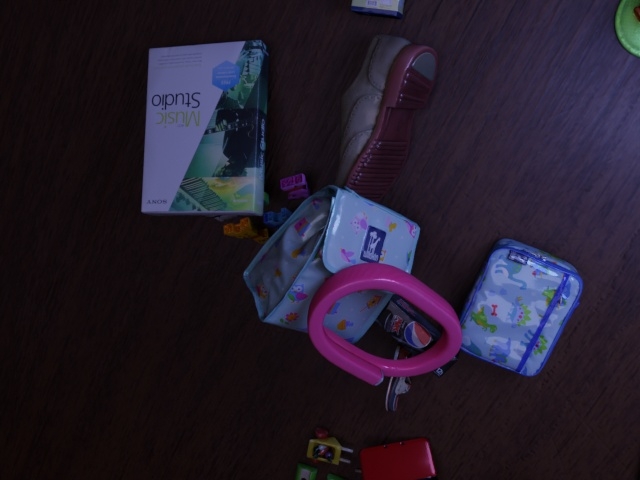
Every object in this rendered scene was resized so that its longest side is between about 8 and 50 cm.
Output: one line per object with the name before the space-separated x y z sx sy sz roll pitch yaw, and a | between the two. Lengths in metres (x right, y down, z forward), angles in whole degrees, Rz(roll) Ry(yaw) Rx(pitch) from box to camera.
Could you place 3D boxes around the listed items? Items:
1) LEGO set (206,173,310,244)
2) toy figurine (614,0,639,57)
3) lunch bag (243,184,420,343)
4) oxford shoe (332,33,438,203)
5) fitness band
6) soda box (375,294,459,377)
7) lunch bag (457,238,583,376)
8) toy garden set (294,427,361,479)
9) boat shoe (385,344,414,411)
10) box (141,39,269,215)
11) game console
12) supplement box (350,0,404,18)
LEGO set | -0.110 -0.043 1.286 0.227 0.093 0.087 -15 66 23
toy figurine | 0.532 -0.322 0.992 0.130 0.159 0.173 -32 92 20
lunch bag | 0.031 0.037 1.169 0.262 0.223 0.160 -52 40 21
oxford shoe | 0.087 -0.196 1.192 0.130 0.123 0.348 37 112 34
fitness band | 0.109 0.149 1.127 0.291 0.054 0.209 34 119 -29
soda box | 0.181 0.176 1.250 0.169 0.060 0.053 41 109 4
lunch bag | 0.350 0.119 1.176 0.176 0.090 0.219 25 108 7
toy garden set | 0.062 0.511 1.360 0.244 0.049 0.203 15 105 13
boat shoe | 0.156 0.271 1.286 0.043 0.049 0.137 13 100 11
box | -0.216 -0.206 1.247 0.232 0.058 0.322 0 87 16
game console | 0.157 0.474 1.317 0.144 0.085 0.124 -11 123 1
supplement box | 0.103 -0.433 1.149 0.083 0.056 0.083 12 104 14
